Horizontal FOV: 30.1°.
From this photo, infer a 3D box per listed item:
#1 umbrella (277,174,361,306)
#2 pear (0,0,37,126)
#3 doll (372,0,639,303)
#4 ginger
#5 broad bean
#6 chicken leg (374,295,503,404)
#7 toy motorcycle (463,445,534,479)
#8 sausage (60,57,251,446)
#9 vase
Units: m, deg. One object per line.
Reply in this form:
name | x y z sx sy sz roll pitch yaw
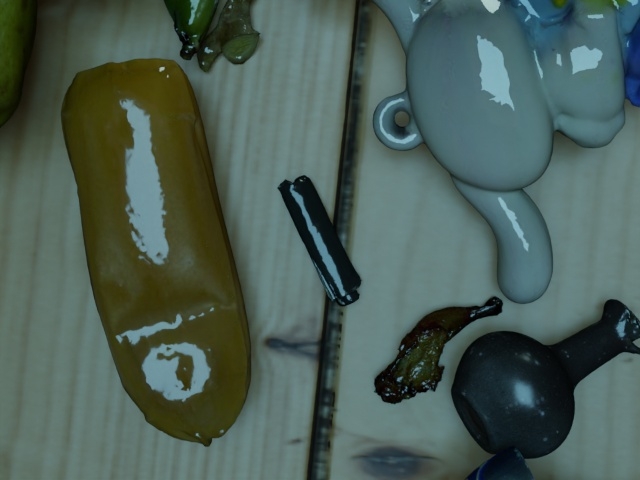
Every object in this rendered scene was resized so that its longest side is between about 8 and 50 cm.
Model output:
umbrella | 0.001 -0.001 1.126 0.036 0.031 0.133 -25 89 5
pear | -0.387 -0.221 1.042 0.269 0.269 0.321 -40 76 2
doll | 0.209 -0.182 1.056 0.365 0.187 0.376 -31 115 10
ginger | -0.081 -0.200 1.132 0.048 0.030 0.097 32 93 5
broad bean | -0.131 -0.274 1.128 0.070 0.048 0.214 -6 86 4
chicken leg | 0.108 0.098 1.117 0.062 0.037 0.145 40 93 -19
toy motorcycle | 0.204 0.265 1.039 0.315 0.113 0.169 12 115 -21
sausage | -0.147 0.014 1.094 0.134 0.116 0.354 -11 92 -11
vase | 0.212 0.118 1.078 0.183 0.120 0.120 -28 88 -11
